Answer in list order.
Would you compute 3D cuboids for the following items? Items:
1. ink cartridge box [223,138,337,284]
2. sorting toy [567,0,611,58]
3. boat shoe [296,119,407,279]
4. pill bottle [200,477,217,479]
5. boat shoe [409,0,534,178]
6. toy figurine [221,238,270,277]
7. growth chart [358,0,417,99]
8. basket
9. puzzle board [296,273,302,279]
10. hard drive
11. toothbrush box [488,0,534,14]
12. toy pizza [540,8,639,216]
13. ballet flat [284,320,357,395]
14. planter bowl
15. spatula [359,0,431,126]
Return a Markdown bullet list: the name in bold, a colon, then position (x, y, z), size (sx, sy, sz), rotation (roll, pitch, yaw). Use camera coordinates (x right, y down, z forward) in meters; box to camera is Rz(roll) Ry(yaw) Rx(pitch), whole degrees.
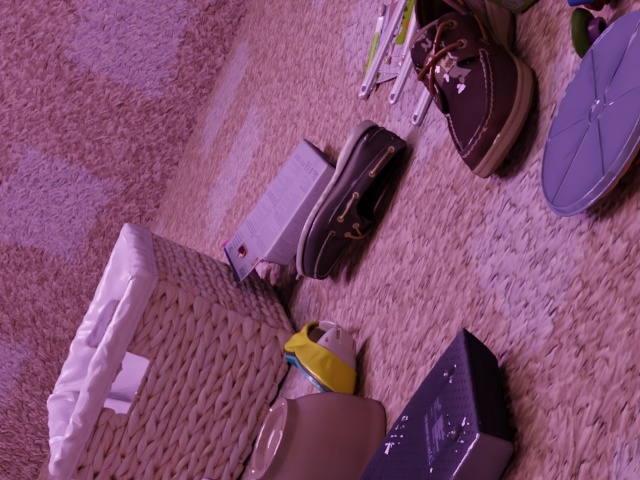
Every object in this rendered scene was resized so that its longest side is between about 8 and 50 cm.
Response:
- **ink cartridge box**: position (-0.057, -0.038, 2.227), size (0.224, 0.045, 0.223), rotation (-53, 17, 6)
- **sorting toy**: position (0.272, -0.229, 1.415), size (0.042, 0.061, 0.102), rotation (-6, 66, 35)
- **boat shoe**: position (0.040, -0.043, 1.906), size (0.081, 0.069, 0.227), rotation (0, -64, -62)
- **pill bottle**: position (-0.102, 0.441, 1.478), size (0.361, 0.204, 0.204), rotation (-70, 15, -8)
- **boat shoe**: position (0.153, -0.194, 1.626), size (0.123, 0.123, 0.342), rotation (-58, 18, 35)
- **toy figurine**: position (-0.144, 0.073, 2.373), size (0.159, 0.130, 0.173), rotation (-50, 43, 27)
- **growth chart**: position (0.109, -0.304, 2.094), size (0.237, 0.021, 0.172), rotation (162, 121, -75)
- **basket**: position (-0.229, 0.189, 2.162), size (0.328, 0.266, 0.331), rotation (-66, 16, 9)
- **puzzle board**: position (0.000, 0.000, 2.021), size (0.096, 0.011, 0.128), rotation (-64, -8, 15)
- **hard drive**: position (0.098, 0.226, 1.363), size (0.254, 0.054, 0.172), rotation (-60, 17, 29)
- **toothbrush box**: position (0.253, -0.406, 1.580), size (0.283, 0.122, 0.206), rotation (-32, 39, 64)
- **toy pizza**: position (0.261, -0.112, 1.306), size (0.201, 0.032, 0.201), rotation (-159, 90, -77)
- **ballet flat**: position (0.006, 0.140, 1.791), size (0.077, 0.077, 0.231), rotation (-52, 12, -3)
- **planter bowl**: position (-0.011, 0.238, 1.627), size (0.162, 0.109, 0.162), rotation (-58, 18, 31)
- **spatula**: position (0.137, -0.283, 1.921), size (0.168, 0.019, 0.242), rotation (34, 106, 47)
